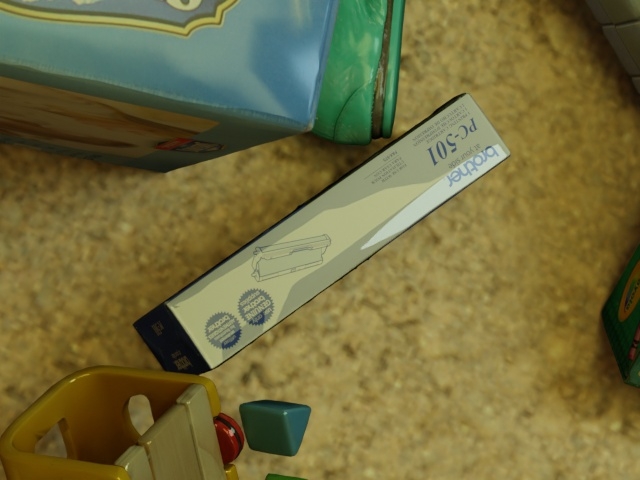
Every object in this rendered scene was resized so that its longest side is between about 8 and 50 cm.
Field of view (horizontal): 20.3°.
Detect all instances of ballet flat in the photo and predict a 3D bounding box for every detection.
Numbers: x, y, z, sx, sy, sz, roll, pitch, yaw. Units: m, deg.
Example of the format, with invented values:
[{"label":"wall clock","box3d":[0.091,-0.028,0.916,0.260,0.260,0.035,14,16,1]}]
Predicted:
[{"label":"ballet flat","box3d":[0.020,-0.176,1.029,0.087,0.083,0.247,11,75,4]}]

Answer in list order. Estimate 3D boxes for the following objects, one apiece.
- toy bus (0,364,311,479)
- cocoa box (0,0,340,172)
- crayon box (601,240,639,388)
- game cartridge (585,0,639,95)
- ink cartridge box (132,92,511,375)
[{"label":"toy bus","box3d":[-0.095,0.164,0.920,0.104,0.191,0.202,5,74,29]},{"label":"cocoa box","box3d":[-0.127,-0.166,0.831,0.232,0.347,0.227,12,86,-14]},{"label":"crayon box","box3d":[0.295,-0.026,1.001,0.165,0.081,0.278,18,115,-13]},{"label":"game cartridge","box3d":[0.305,-0.226,1.106,0.355,0.068,0.230,-38,110,-19]},{"label":"ink cartridge box","box3d":[0.000,0.000,0.980,0.207,0.097,0.046,-36,92,-18]}]
